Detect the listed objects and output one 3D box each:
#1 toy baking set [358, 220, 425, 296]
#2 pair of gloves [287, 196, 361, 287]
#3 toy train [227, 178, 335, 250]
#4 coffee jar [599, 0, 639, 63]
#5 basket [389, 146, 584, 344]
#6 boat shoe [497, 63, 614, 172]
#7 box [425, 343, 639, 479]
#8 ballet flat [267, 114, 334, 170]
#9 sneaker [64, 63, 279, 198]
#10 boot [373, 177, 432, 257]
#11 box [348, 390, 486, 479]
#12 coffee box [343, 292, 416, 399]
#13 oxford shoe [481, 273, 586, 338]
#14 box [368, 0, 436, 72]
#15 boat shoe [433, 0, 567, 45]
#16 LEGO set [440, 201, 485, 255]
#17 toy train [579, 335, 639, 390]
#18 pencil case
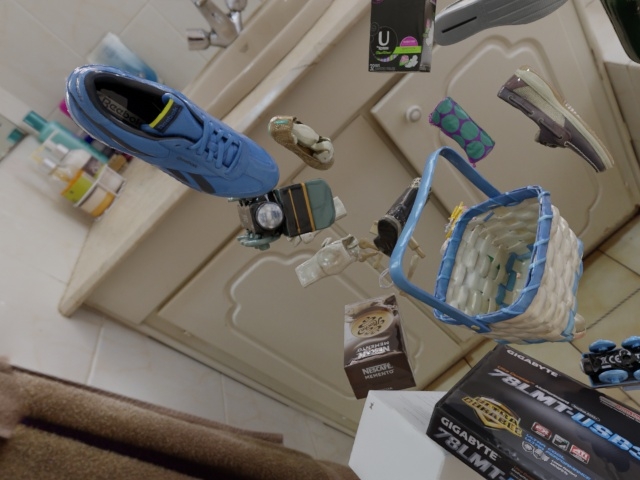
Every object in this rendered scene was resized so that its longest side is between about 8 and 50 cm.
[{"bbox_3d":[0.233,0.051,1.342,0.196,0.030,0.256,-37,73,-13],"label":"toy baking set"},{"bbox_3d":[0.000,0.000,1.216,0.204,0.042,0.240,-24,61,12],"label":"pair of gloves"},{"bbox_3d":[-0.095,-0.065,0.917,0.190,0.142,0.334,-14,7,-15],"label":"toy train"},{"bbox_3d":[0.228,-0.198,0.280,0.079,0.184,0.096,-7,81,46],"label":"coffee jar"},{"bbox_3d":[0.249,0.024,0.640,0.201,0.289,0.255,-23,35,57],"label":"basket"},{"bbox_3d":[0.499,-0.246,0.893,0.092,0.285,0.103,-43,-2,32],"label":"boat shoe"},{"bbox_3d":[0.370,0.307,0.669,0.295,0.293,0.073,27,119,36],"label":"box"},{"bbox_3d":[-0.019,-0.200,0.875,0.067,0.206,0.073,2,81,41],"label":"ballet flat"},{"bbox_3d":[-0.117,-0.089,0.381,0.082,0.209,0.069,10,80,54],"label":"sneaker"},{"bbox_3d":[0.234,-0.057,1.174,0.085,0.236,0.179,35,74,18],"label":"boot"},{"bbox_3d":[0.269,0.432,0.845,0.215,0.345,0.168,21,96,59],"label":"box"},{"bbox_3d":[0.162,0.289,1.192,0.168,0.119,0.297,-17,21,11],"label":"coffee box"},{"bbox_3d":[0.556,0.154,1.176,0.140,0.397,0.147,-42,-31,-67],"label":"oxford shoe"},{"bbox_3d":[0.092,-0.233,0.468,0.062,0.083,0.052,11,22,25],"label":"box"},{"bbox_3d":[0.394,-0.535,0.931,0.302,0.109,0.094,-7,48,27],"label":"boat shoe"},{"bbox_3d":[0.428,-0.027,1.212,0.132,0.107,0.287,-67,-9,23],"label":"LEGO set"},{"bbox_3d":[0.546,0.210,0.706,0.184,0.105,0.080,-20,44,27],"label":"toy train"},{"bbox_3d":[0.301,-0.233,0.892,0.070,0.151,0.064,-47,0,4],"label":"pencil case"}]
